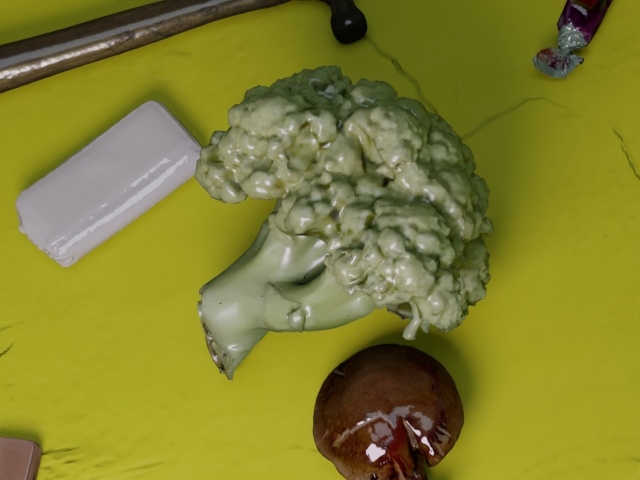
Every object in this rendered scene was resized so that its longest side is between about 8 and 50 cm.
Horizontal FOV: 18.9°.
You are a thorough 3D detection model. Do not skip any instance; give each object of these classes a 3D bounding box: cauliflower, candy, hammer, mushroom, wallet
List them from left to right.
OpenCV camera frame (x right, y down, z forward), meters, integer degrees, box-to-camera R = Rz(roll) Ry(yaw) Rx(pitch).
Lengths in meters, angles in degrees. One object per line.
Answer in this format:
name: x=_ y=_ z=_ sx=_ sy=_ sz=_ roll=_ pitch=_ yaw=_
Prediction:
wallet: x=-0.204 y=-0.055 z=1.853 sx=0.190 sy=0.033 sz=0.095 roll=-36 pitch=65 yaw=-12
hammer: x=-0.181 y=-0.212 z=1.918 sx=0.440 sy=0.044 sz=0.168 roll=-18 pitch=65 yaw=-4
cauliflower: x=0.006 y=-0.021 z=1.692 sx=0.281 sy=0.260 sz=0.327 roll=-30 pitch=38 yaw=-12
mushroom: x=0.064 y=0.166 z=1.699 sx=0.135 sy=0.080 sz=0.170 roll=-30 pitch=62 yaw=2
candy: x=0.261 y=-0.234 z=1.887 sx=0.045 sy=0.043 sz=0.175 roll=26 pitch=69 yaw=6

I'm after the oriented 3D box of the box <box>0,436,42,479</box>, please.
box: x=-0.285 y=0.233 z=1.729 sx=0.048 sy=0.025 sz=0.115 roll=4 pitch=65 yaw=13
